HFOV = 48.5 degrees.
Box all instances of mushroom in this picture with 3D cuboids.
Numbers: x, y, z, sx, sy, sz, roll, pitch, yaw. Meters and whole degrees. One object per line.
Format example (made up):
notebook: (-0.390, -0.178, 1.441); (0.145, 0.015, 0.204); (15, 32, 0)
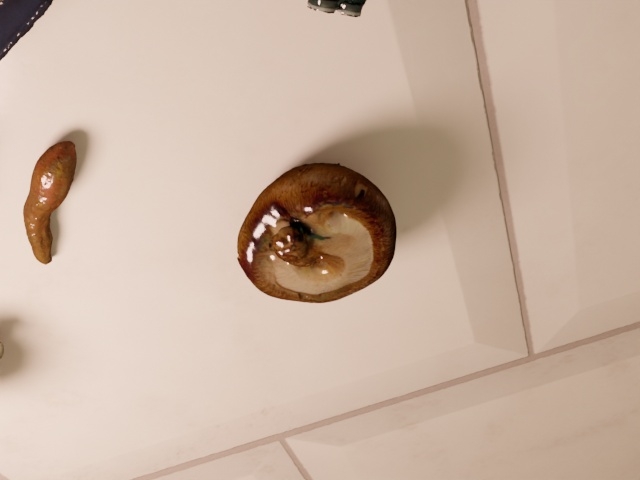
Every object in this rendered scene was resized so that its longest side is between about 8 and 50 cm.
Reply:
mushroom: (-0.002, -0.013, 0.952); (0.194, 0.138, 0.231); (19, 138, -42)

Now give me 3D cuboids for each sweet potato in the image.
sweet potato: (-0.350, -0.040, 0.905); (0.050, 0.050, 0.214); (13, 132, -22)

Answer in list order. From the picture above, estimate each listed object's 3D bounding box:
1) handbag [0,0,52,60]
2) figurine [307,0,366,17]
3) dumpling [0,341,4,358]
handbag: (-0.417, -0.280, 0.626); (0.303, 0.122, 0.329); (-35, 127, 20)
figurine: (0.030, -0.318, 0.678); (0.147, 0.126, 0.192); (6, 121, -9)
dumpling: (-0.548, 0.239, 1.028); (0.147, 0.193, 0.258); (45, 93, 2)
